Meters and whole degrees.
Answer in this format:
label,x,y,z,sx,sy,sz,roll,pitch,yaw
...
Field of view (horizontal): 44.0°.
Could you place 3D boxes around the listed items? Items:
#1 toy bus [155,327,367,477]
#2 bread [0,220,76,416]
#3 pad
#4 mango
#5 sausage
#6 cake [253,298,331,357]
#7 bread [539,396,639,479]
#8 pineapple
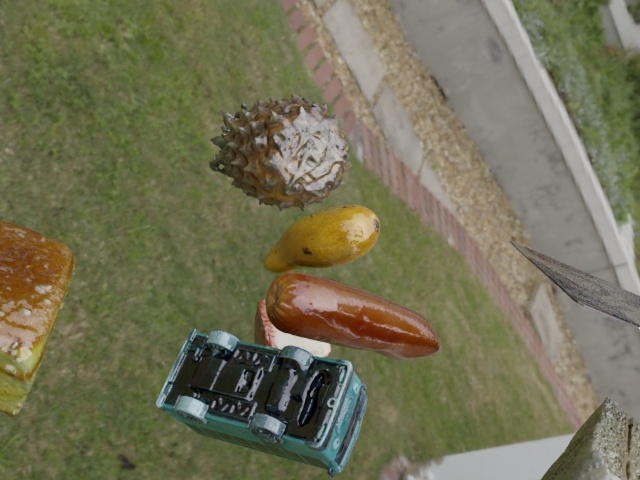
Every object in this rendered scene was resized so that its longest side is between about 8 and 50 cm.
label,x,y,z,sx,sy,sz,roll,pitch,yaw
toy bus,-0.068,0.212,1.047,0.147,0.256,0.128,56,49,-49
bread,-0.364,0.044,0.746,0.234,0.110,0.184,19,30,-15
pad,0.426,0.093,1.058,0.330,0.004,0.220,22,15,-17
mango,-0.001,-0.006,1.719,0.177,0.295,0.120,-34,107,-48
sausage,0.052,0.107,1.073,0.300,0.089,0.083,20,59,-39
cake,-0.069,0.270,1.870,0.261,0.158,0.159,97,-17,-44
bread,0.345,0.318,1.026,0.102,0.183,0.337,44,17,15
pineapple,-0.092,-0.134,1.217,0.175,0.361,0.174,-2,95,-29
